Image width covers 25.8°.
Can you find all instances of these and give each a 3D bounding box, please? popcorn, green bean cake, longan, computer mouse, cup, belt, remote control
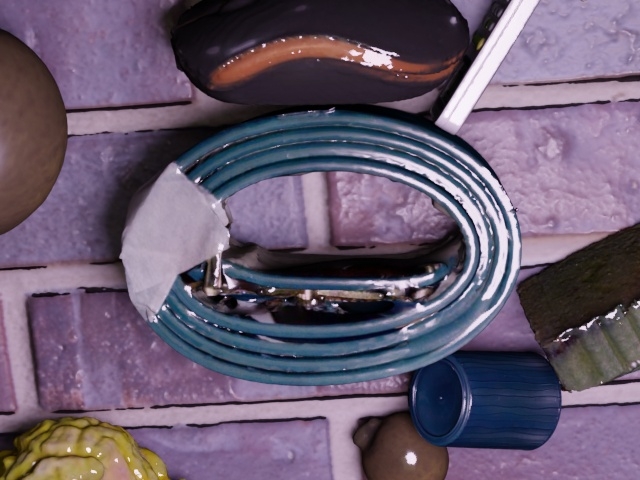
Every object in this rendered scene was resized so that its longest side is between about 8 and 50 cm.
[{"bbox_3d":[-0.278,0.325,1.631,0.259,0.212,0.259,3,105,10],"label":"popcorn"},{"bbox_3d":[0.322,0.078,1.557,0.173,0.181,0.094,-27,109,9],"label":"green bean cake"},{"bbox_3d":[-0.383,-0.120,1.504,0.248,0.248,0.248,1,103,3],"label":"longan"},{"bbox_3d":[-0.003,-0.229,1.498,0.323,0.183,0.116,-2,129,2],"label":"computer mouse"},{"bbox_3d":[0.175,0.190,1.598,0.138,0.113,0.150,6,143,-35],"label":"cup"},{"bbox_3d":[0.002,0.000,1.555,0.436,0.173,0.300,-3,96,1],"label":"belt"},{"bbox_3d":[0.094,0.251,1.649,0.119,0.106,0.106,30,103,15],"label":"longan"},{"bbox_3d":[0.197,-0.233,1.527,0.034,0.103,0.250,29,104,-7],"label":"remote control"}]
